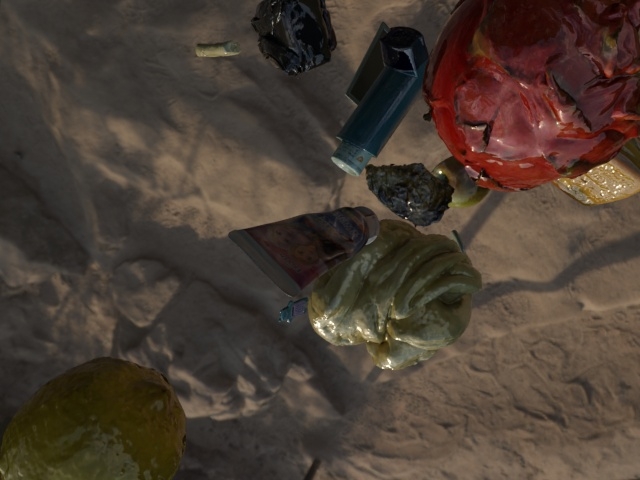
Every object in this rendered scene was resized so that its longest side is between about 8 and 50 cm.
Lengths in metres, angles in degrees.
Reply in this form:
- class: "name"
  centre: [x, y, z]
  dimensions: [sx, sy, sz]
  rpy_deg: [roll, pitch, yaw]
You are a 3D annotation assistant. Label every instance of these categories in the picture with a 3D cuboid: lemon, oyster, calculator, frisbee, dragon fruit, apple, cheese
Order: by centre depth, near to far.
- class: "dragon fruit"
  centre: [0.228, -0.170, 0.522]
  dimensions: [0.240, 0.252, 0.241]
  rpy_deg: [0, 86, 6]
- class: "lemon"
  centre: [-0.268, 0.244, 0.611]
  dimensions: [0.231, 0.192, 0.192]
  rpy_deg: [-34, 102, 8]
- class: "oyster"
  centre: [0.162, -0.100, 0.962]
  dimensions: [0.177, 0.056, 0.105]
  rpy_deg: [39, 100, 16]
- class: "frisbee"
  centre: [0.354, 0.026, 1.300]
  dimensions: [0.014, 0.110, 0.110]
  rpy_deg: [-17, 113, 5]
- class: "cheese"
  centre: [-0.313, -0.581, 1.548]
  dimensions: [0.194, 0.064, 0.044]
  rpy_deg: [17, 109, 45]
- class: "apple"
  centre: [0.475, -0.200, 1.703]
  dimensions: [0.174, 0.188, 0.207]
  rpy_deg: [43, 137, 29]
- class: "calculator"
  centre: [-0.100, 0.261, 1.905]
  dimensions: [0.019, 0.141, 0.094]
  rpy_deg: [27, 122, 39]

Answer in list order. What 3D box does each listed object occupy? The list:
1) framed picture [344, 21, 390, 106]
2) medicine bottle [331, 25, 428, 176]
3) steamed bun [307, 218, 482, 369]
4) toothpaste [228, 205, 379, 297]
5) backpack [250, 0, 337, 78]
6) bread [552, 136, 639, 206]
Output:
- class: "framed picture"
  centre: [0.188, -0.479, 1.505]
  dimensions: [0.197, 0.252, 0.014]
  rpy_deg: [33, 170, -33]
- class: "medicine bottle"
  centre: [0.107, -0.243, 0.913]
  dimensions: [0.079, 0.124, 0.258]
  rpy_deg: [34, 91, 34]
- class: "steamed bun"
  centre: [0.174, 0.122, 1.101]
  dimensions: [0.372, 0.230, 0.325]
  rpy_deg: [28, 91, -17]
- class: "toothpaste"
  centre: [0.000, 0.000, 0.624]
  dimensions: [0.096, 0.266, 0.061]
  rpy_deg: [43, 116, 15]
- class: "backpack"
  centre: [-0.043, -0.322, 0.775]
  dimensions: [0.105, 0.165, 0.120]
  rpy_deg: [-20, 120, -11]
- class: "bread"
  centre: [0.347, -0.131, 0.694]
  dimensions: [0.200, 0.077, 0.116]
  rpy_deg: [35, 165, -5]
